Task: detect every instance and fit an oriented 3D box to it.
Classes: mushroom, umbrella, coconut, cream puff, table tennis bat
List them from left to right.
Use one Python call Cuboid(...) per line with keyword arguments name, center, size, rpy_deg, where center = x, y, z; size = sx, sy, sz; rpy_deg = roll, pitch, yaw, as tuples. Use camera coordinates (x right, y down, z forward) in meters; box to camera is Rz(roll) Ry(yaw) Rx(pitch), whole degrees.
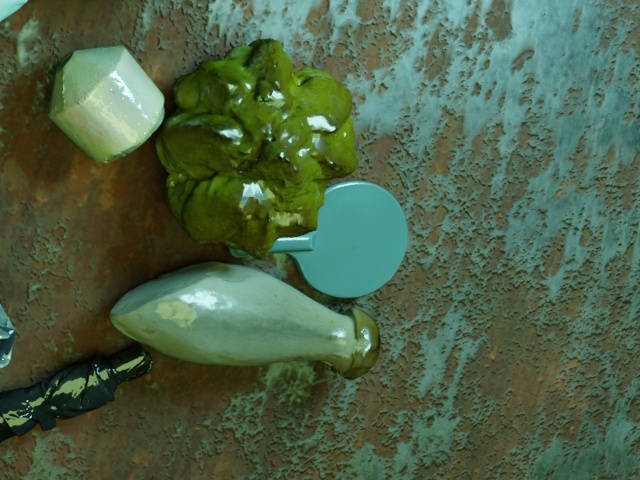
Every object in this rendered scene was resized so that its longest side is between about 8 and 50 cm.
Cuboid(name="umbrella", center=(-0.313, 0.183, 1.601), size=(0.236, 0.059, 0.066), rpy_deg=(-23, 130, -11))
Cuboid(name="coconut", center=(-0.246, -0.158, 1.496), size=(0.116, 0.116, 0.122), rpy_deg=(-40, 113, -5))
Cuboid(name="mushroom", center=(-0.087, 0.099, 1.623), size=(0.350, 0.128, 0.128), rpy_deg=(14, 101, -25))
Cuboid(name="cream puff", center=(-0.073, -0.107, 1.541), size=(0.244, 0.196, 0.244), rpy_deg=(13, 66, -31))
Cuboid(name="table tennis bat", center=(0.000, 0.000, 1.674), size=(0.244, 0.040, 0.152), rpy_deg=(-1, 104, -24))

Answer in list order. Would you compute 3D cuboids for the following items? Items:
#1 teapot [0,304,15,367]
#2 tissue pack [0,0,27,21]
Cuboid(name="teapot", center=(-0.453, 0.060, 1.450), size=(0.222, 0.178, 0.163), rpy_deg=(-11, 110, -10))
Cuboid(name="tissue pack", center=(-0.510, -0.242, 1.284), size=(0.356, 0.194, 0.266), rpy_deg=(-42, 118, -23))
